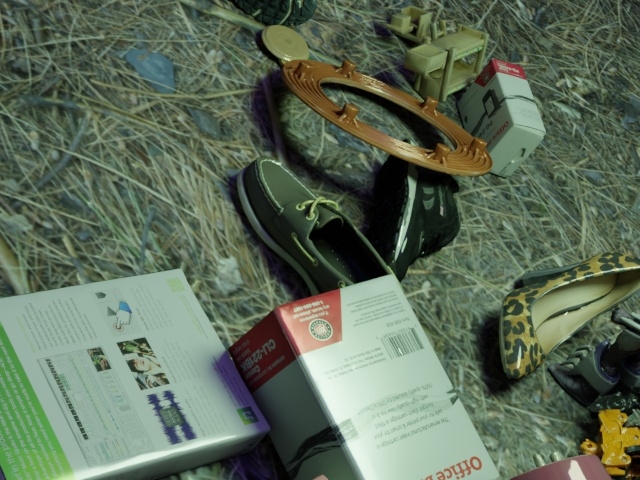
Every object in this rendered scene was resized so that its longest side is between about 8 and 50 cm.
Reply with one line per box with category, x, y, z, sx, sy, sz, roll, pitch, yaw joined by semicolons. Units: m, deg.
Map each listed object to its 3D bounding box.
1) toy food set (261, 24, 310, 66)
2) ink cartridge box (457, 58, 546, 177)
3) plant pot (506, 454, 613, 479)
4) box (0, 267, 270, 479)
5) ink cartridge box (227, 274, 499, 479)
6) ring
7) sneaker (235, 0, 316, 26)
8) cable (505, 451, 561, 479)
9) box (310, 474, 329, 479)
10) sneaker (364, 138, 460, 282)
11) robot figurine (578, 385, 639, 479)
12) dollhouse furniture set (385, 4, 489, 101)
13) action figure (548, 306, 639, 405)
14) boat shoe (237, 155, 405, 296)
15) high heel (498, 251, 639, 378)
toy food set;-0.052;-0.294;2.013;0.083;0.020;0.082;36;39;1
ink cartridge box;0.281;-0.191;2.081;0.063;0.109;0.150;13;45;-27
plant pot;0.277;0.343;1.467;0.201;0.201;0.180;-2;64;-37
box;-0.238;0.154;1.421;0.322;0.058;0.232;-8;56;-42
ink cartridge box;0.050;0.197;1.506;0.197;0.114;0.272;-14;70;-43
ring;0.101;-0.187;1.920;0.337;0.032;0.336;23;19;-9
sneaker;-0.114;-0.443;2.049;0.283;0.110;0.122;36;36;0
cable;0.313;0.389;1.571;0.139;0.072;0.287;-20;65;-39
box;-0.053;0.357;1.298;0.232;0.127;0.148;-23;67;-46
sneaker;0.140;-0.023;1.828;0.124;0.107;0.283;32;39;-14
robot figurine;0.478;0.275;1.703;0.291;0.085;0.211;-4;39;12
dollhouse furniture set;0.147;-0.289;2.124;0.161;0.101;0.182;27;34;28
action figure;0.434;0.112;1.759;0.185;0.285;0.099;-16;61;-44
boat shoe;0.003;-0.001;1.712;0.109;0.091;0.305;-16;62;-44
high heel;0.344;0.097;1.786;0.093;0.186;0.261;68;29;-23
